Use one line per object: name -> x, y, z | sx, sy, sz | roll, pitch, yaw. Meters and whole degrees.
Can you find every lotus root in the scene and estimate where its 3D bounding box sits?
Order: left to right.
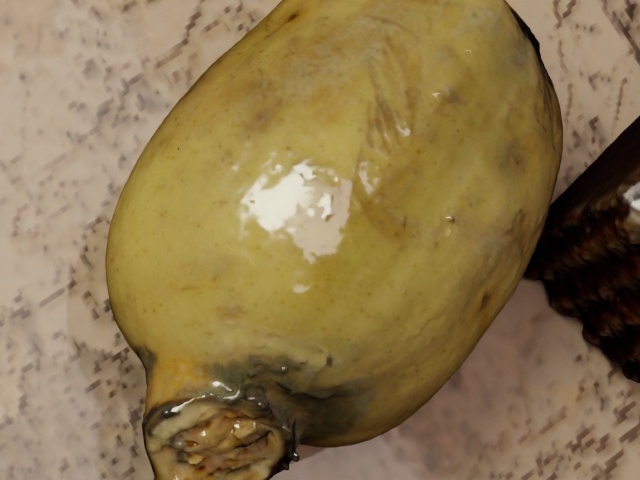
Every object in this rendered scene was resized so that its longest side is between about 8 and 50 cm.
lotus root -> 0.000, 0.000, 0.648 | 0.125, 0.118, 0.221 | 30, 71, 11

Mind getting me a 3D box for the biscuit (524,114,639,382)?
biscuit -> 0.227, -0.102, 0.723 | 0.073, 0.107, 0.388 | 46, 73, -2
